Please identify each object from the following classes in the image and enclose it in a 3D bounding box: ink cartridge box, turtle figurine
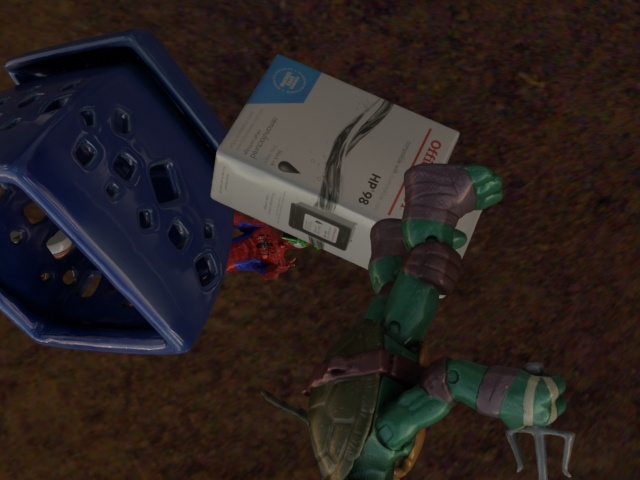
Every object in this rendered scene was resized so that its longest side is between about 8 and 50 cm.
[{"bbox_3d":[0.027,-0.046,0.803,0.180,0.104,0.060,24,146,5],"label":"ink cartridge box"},{"bbox_3d":[0.050,0.084,0.613,0.175,0.118,0.234,-32,45,54],"label":"turtle figurine"}]

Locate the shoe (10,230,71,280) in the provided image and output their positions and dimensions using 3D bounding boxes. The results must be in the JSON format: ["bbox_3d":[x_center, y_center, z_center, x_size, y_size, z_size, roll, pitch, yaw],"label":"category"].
[{"bbox_3d":[-0.424,0.030,1.725,0.178,0.063,0.081,0,116,41],"label":"shoe"}]

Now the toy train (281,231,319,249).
[{"bbox_3d":[0.000,0.000,1.116,0.083,0.023,0.017,10,83,27],"label":"toy train"}]

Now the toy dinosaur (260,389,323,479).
[{"bbox_3d":[0.037,0.260,1.151,0.064,0.118,0.268,-37,71,-2],"label":"toy dinosaur"}]

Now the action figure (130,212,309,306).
[{"bbox_3d":[-0.138,0.021,1.368,0.280,0.139,0.091,-14,81,-14],"label":"action figure"}]

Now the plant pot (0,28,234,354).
[{"bbox_3d":[-0.207,-0.051,1.038,0.236,0.212,0.236,-3,136,42],"label":"plant pot"}]
